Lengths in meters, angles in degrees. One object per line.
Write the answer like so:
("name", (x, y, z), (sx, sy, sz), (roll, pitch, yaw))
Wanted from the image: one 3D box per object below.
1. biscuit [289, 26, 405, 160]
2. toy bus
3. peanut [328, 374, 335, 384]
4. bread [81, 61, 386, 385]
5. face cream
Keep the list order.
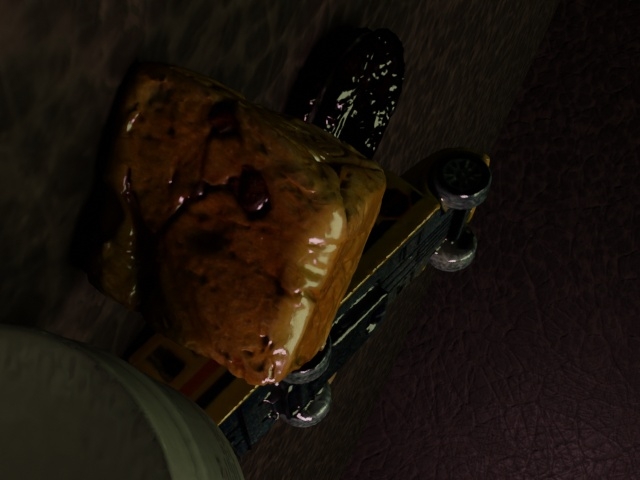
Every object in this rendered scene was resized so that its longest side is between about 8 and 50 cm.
("biscuit", (0.020, -0.106, 0.728), (0.194, 0.053, 0.194), (-57, 164, -27))
("toy bus", (0.004, 0.040, 0.652), (0.335, 0.123, 0.121), (-43, 157, -22))
("peanut", (-0.030, 0.145, 0.910), (0.104, 0.086, 0.228), (-56, 167, 2))
("bread", (-0.047, -0.012, 0.485), (0.143, 0.149, 0.158), (-66, 172, 11))
("face cream", (-0.127, 0.136, 0.357), (0.177, 0.177, 0.153), (-62, 166, -12))
